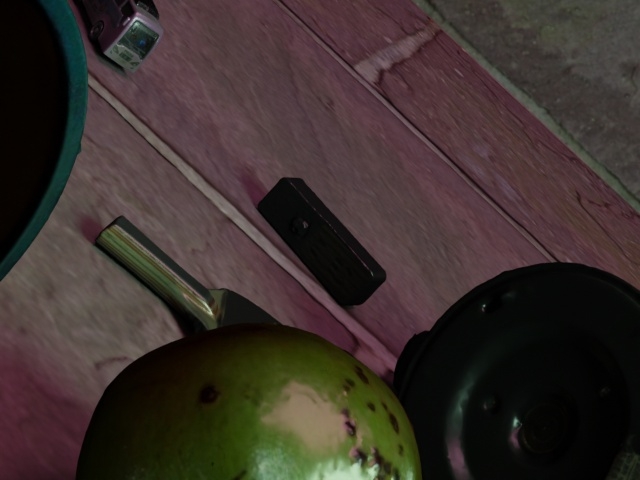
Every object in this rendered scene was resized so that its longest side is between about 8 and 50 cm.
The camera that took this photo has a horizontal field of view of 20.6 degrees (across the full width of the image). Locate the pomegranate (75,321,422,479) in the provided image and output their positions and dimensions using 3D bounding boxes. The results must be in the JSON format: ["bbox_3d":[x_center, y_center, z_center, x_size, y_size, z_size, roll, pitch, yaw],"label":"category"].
[{"bbox_3d":[-0.030,0.130,0.777,0.159,0.159,0.205,29,48,-39],"label":"pomegranate"}]

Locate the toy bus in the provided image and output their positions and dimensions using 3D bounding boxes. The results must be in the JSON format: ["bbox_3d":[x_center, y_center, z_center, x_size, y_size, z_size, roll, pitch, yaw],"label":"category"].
[{"bbox_3d":[-0.159,-0.185,1.387,0.037,0.052,0.130,34,19,-37],"label":"toy bus"}]

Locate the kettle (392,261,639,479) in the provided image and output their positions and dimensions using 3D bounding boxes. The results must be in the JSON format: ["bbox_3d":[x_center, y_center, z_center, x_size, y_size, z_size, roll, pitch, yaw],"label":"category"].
[{"bbox_3d":[0.188,0.161,1.186,0.308,0.262,0.203,29,57,-49],"label":"kettle"}]

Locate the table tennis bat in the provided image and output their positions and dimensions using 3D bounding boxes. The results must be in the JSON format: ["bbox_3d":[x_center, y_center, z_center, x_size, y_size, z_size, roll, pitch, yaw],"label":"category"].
[{"bbox_3d":[-0.049,0.062,1.092,0.220,0.019,0.130,42,15,-11],"label":"table tennis bat"}]

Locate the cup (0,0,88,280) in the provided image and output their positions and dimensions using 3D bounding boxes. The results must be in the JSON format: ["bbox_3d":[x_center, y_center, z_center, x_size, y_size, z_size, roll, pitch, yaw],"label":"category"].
[{"bbox_3d":[-0.285,-0.092,0.635,0.292,0.308,0.242,53,-13,31],"label":"cup"}]

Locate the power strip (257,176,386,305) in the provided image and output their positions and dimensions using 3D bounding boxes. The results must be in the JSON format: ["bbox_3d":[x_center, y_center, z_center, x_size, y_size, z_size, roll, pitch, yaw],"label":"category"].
[{"bbox_3d":[0.000,0.000,1.327,0.111,0.038,0.029,48,18,19],"label":"power strip"}]
